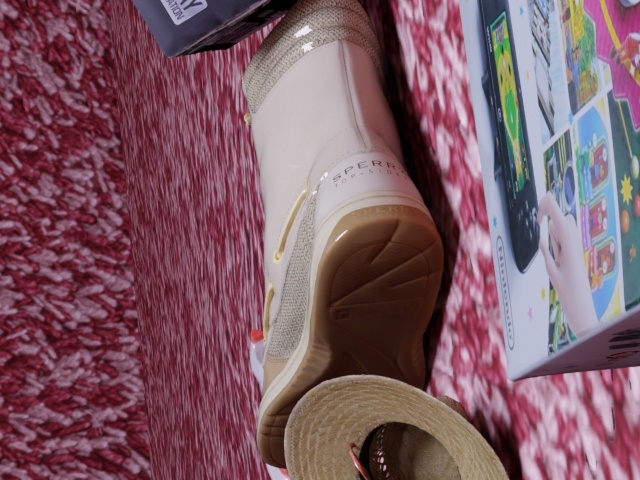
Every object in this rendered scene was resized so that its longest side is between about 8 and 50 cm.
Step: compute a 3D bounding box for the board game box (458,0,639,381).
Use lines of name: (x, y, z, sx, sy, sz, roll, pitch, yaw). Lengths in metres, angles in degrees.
board game box: (0.115, -0.099, 0.478, 0.303, 0.098, 0.224, 127, 136, -73)

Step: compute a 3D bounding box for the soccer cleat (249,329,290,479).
soccer cleat: (-0.010, 0.135, 1.358, 0.196, 0.068, 0.076, -108, 2, -56)

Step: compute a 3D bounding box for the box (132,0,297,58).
box: (-0.110, -0.240, 1.201, 0.242, 0.077, 0.307, 59, -173, -3)

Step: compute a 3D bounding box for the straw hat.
straw hat: (0.053, 0.116, 0.977, 0.061, 0.144, 0.144, -43, -36, -48)

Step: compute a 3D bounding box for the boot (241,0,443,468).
boot: (0.000, 0.000, 1.129, 0.262, 0.095, 0.203, 101, 161, -50)
